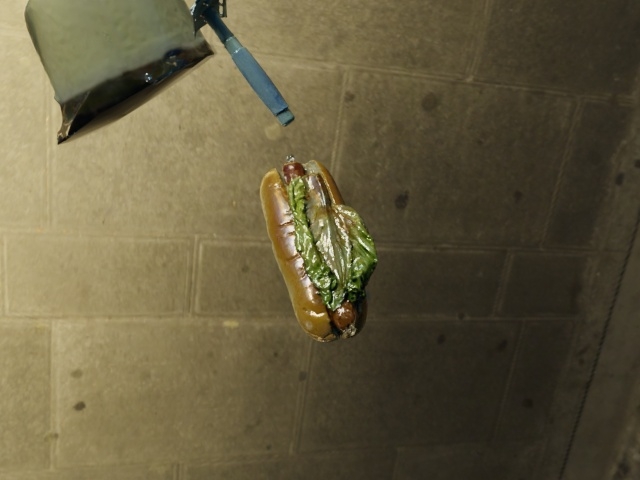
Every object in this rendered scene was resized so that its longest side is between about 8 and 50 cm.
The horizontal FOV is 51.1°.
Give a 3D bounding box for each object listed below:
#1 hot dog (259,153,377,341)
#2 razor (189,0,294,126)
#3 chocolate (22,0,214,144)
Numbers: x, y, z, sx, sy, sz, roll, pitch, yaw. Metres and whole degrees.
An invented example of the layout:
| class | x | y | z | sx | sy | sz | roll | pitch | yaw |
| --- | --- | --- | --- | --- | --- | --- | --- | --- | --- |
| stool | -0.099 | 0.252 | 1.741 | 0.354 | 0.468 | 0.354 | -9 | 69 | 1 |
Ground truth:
| class | x | y | z | sx | sy | sz | roll | pitch | yaw |
| --- | --- | --- | --- | --- | --- | --- | --- | --- | --- |
| hot dog | 0.000 | 0.000 | 0.398 | 0.056 | 0.133 | 0.041 | -9 | 149 | -16 |
| razor | -0.070 | -0.165 | 0.631 | 0.040 | 0.068 | 0.135 | -36 | 92 | -7 |
| chocolate | -0.402 | -0.388 | 1.260 | 0.326 | 0.314 | 0.297 | -31 | 102 | 16 |
